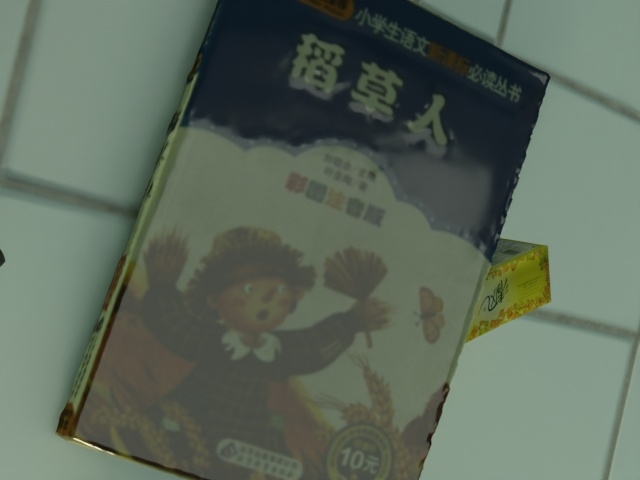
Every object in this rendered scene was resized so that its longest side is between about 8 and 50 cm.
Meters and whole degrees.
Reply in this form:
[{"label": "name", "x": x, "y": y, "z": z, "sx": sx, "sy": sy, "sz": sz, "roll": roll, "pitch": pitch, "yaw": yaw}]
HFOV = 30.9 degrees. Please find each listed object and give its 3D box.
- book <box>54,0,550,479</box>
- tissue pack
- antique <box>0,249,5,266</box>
[{"label": "book", "x": 0.000, "y": 0.000, "z": 0.944, "sx": 0.300, "sy": 0.039, "sz": 0.428, "roll": 22, "pitch": 82, "yaw": -20}, {"label": "tissue pack", "x": 0.128, "y": 0.050, "z": 1.097, "sx": 0.176, "sy": 0.095, "sz": 0.062, "roll": -21, "pitch": 112, "yaw": -39}, {"label": "antique", "x": -0.301, "y": 0.024, "z": 0.705, "sx": 0.183, "sy": 0.088, "sz": 0.086, "roll": -40, "pitch": 121, "yaw": -31}]
